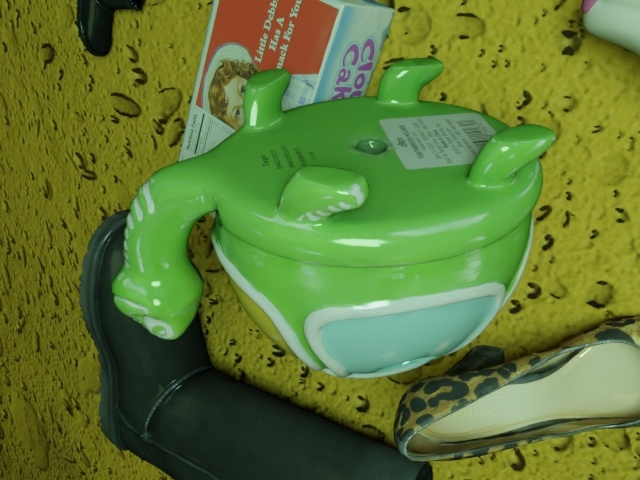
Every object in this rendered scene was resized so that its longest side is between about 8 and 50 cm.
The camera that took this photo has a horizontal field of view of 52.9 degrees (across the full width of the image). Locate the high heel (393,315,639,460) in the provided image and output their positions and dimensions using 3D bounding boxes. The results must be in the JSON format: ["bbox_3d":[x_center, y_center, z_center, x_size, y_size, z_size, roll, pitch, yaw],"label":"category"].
[{"bbox_3d":[0.192,0.130,0.497,0.261,0.186,0.093,-11,96,39],"label":"high heel"}]

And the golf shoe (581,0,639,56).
[{"bbox_3d":[0.298,-0.078,0.408,0.306,0.115,0.140,33,124,27],"label":"golf shoe"}]

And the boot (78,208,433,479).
[{"bbox_3d":[-0.082,0.191,0.748,0.445,0.146,0.366,23,124,34],"label":"boot"}]

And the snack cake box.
[{"bbox_3d":[-0.049,-0.139,0.667,0.152,0.089,0.264,36,122,26],"label":"snack cake box"}]

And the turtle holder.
[{"bbox_3d":[0.017,0.006,0.519,0.243,0.320,0.227,34,138,40],"label":"turtle holder"}]

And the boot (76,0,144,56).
[{"bbox_3d":[-0.262,-0.297,0.814,0.099,0.045,0.121,6,106,33],"label":"boot"}]
